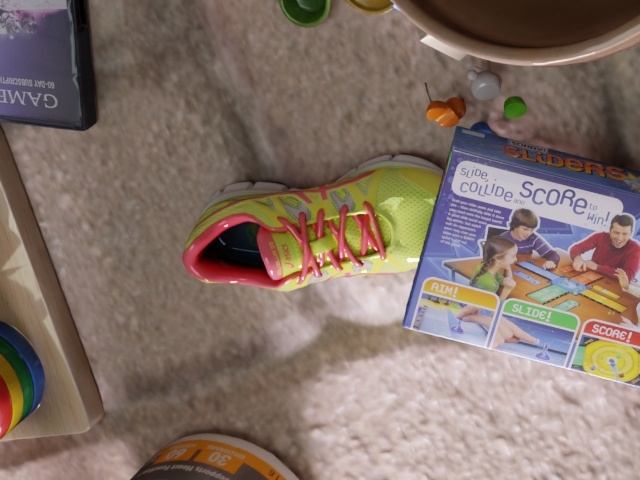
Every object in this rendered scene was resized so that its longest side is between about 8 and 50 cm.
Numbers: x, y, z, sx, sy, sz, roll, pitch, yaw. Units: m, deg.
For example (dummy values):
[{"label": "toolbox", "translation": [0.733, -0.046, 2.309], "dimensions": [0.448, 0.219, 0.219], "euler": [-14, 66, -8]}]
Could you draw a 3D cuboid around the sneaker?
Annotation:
[{"label": "sneaker", "translation": [0.000, 0.000, 1.097], "dimensions": [0.209, 0.094, 0.081], "euler": [-9, 107, 26]}]

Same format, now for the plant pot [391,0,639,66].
[{"label": "plant pot", "translation": [0.142, -0.212, 0.906], "dimensions": [0.237, 0.110, 0.237], "euler": [1, 92, 31]}]

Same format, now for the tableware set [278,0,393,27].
[{"label": "tableware set", "translation": [0.031, -0.194, 1.036], "dimensions": [0.154, 0.024, 0.104], "euler": [-12, 107, 28]}]

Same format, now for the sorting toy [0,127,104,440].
[{"label": "sorting toy", "translation": [-0.333, 0.057, 1.278], "dimensions": [0.255, 0.089, 0.257], "euler": [-9, 108, 28]}]

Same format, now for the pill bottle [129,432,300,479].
[{"label": "pill bottle", "translation": [-0.118, 0.268, 1.163], "dimensions": [0.162, 0.278, 0.162], "euler": [9, 116, 20]}]

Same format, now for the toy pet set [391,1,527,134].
[{"label": "toy pet set", "translation": [0.099, -0.135, 1.019], "dimensions": [0.114, 0.065, 0.122], "euler": [22, 135, -37]}]

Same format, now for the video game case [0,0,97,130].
[{"label": "video game case", "translation": [-0.259, -0.219, 1.159], "dimensions": [0.196, 0.026, 0.274], "euler": [8, 116, 22]}]

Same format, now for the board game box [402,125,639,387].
[{"label": "board game box", "translation": [0.165, 0.017, 1.033], "dimensions": [0.201, 0.035, 0.136], "euler": [15, 119, 1]}]
